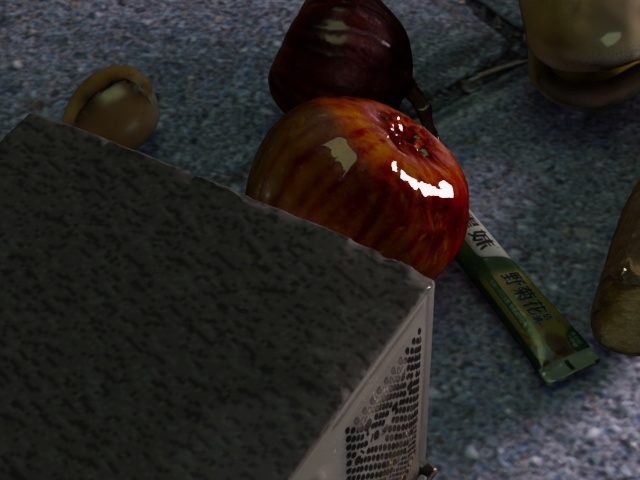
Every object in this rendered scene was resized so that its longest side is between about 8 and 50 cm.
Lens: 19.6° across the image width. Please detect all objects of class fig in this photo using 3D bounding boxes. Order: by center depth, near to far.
[{"bbox_3d":[0.007,-0.002,1.376,0.175,0.207,0.175,27,23,-12],"label":"fig"},{"bbox_3d":[0.023,-0.136,1.507,0.128,0.128,0.150,-26,57,-22],"label":"fig"}]

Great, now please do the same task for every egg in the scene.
[{"bbox_3d":[-0.172,-0.102,1.510,0.083,0.071,0.071,-34,54,-12],"label":"egg"}]

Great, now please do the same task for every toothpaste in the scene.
[{"bbox_3d":[0.136,0.031,1.404,0.049,0.031,0.204,-22,53,-19],"label":"toothpaste"}]

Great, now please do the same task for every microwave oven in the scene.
[{"bbox_3d":[-0.157,0.183,1.124,0.374,0.236,0.432,23,51,20],"label":"microwave oven"}]

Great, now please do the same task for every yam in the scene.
[{"bbox_3d":[0.285,-0.057,1.454,0.081,0.081,0.357,13,48,13],"label":"yam"}]

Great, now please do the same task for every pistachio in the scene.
[{"bbox_3d":[0.262,-0.242,1.543,0.197,0.166,0.288,14,74,21],"label":"pistachio"}]
